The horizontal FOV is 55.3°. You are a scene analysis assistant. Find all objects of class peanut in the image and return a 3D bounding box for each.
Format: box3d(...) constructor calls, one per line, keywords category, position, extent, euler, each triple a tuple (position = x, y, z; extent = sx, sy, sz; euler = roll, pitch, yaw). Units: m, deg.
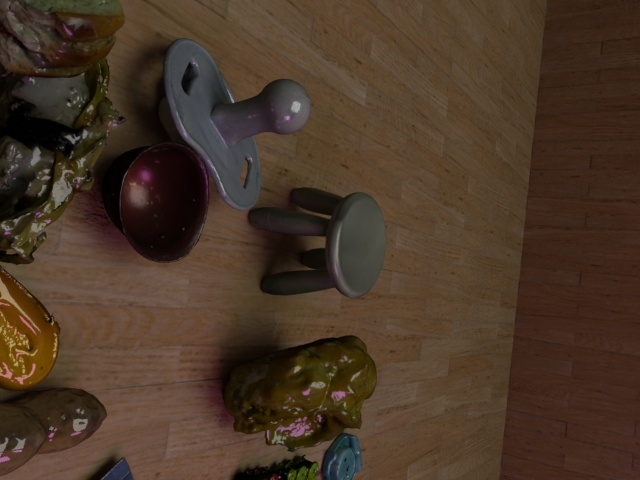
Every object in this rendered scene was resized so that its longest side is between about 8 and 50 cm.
box3d(category="peanut", position=(-0.363, 0.230, 0.732), extent=(0.228, 0.104, 0.086), euler=(-5, 90, -58))

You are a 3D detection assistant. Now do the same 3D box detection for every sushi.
box3d(category="sushi", position=(-0.329, -0.114, 0.719), extent=(0.131, 0.139, 0.291), euler=(36, 65, -44))

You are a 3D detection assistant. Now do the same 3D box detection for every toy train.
box3d(category="toy train", position=(-0.088, 0.487, 1.225), extent=(0.249, 0.053, 0.085), euler=(16, 86, -56))

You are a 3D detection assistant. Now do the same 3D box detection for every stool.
box3d(category="stool", position=(0.000, 0.000, 1.174), extent=(0.195, 0.198, 0.195), euler=(-32, 122, -50))

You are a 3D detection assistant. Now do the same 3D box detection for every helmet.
box3d(category="helmet", position=(-0.244, -0.060, 0.874), extent=(0.155, 0.106, 0.175), euler=(-44, 132, -33))

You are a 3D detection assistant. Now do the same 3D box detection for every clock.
box3d(category="clock", position=(0.044, 0.534, 1.437), extent=(0.147, 0.045, 0.108), euler=(-34, 120, -50))

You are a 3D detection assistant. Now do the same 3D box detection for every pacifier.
box3d(category="pacifier", position=(-0.119, -0.193, 0.954), extent=(0.238, 0.225, 0.287), euler=(-78, 152, -46))

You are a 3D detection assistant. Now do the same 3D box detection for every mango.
box3d(category="mango", position=(-0.374, 0.106, 0.727), extent=(0.101, 0.066, 0.188), euler=(-37, 131, -36))

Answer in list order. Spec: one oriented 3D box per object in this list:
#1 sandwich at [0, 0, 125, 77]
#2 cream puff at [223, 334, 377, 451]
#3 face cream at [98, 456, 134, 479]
box3d(category="sandwich", position=(-0.356, -0.278, 0.592), extent=(0.288, 0.099, 0.254), euler=(-19, 75, -53))
box3d(category="cream puff", position=(-0.030, 0.280, 1.093), extent=(0.282, 0.281, 0.185), euler=(-11, 85, -56))
box3d(category="face cream", position=(-0.273, 0.521, 0.925), extent=(0.135, 0.086, 0.385), euler=(-42, 122, -47))
